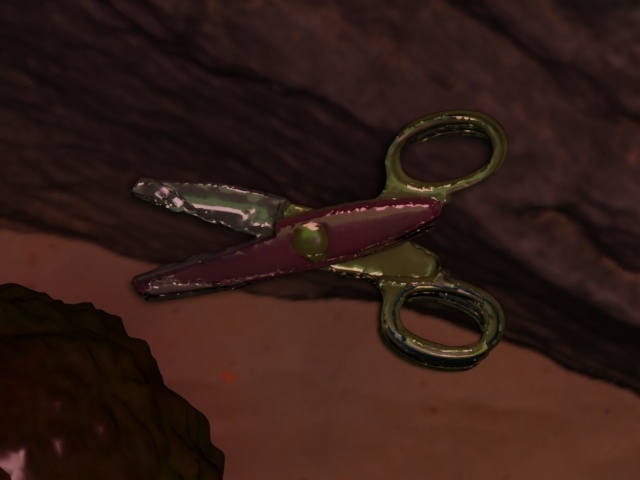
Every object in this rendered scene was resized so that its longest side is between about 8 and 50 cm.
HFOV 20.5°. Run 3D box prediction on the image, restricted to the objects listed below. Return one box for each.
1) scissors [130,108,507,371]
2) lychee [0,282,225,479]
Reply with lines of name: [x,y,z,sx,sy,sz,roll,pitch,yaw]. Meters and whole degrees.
scissors: [0.000,0.000,0.875,0.187,0.020,0.133,1,102,-2]
lychee: [-0.173,0.143,0.777,0.320,0.270,0.270,32,97,7]
